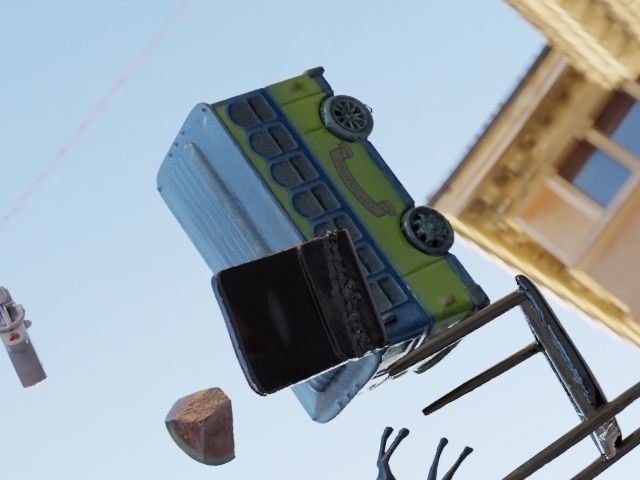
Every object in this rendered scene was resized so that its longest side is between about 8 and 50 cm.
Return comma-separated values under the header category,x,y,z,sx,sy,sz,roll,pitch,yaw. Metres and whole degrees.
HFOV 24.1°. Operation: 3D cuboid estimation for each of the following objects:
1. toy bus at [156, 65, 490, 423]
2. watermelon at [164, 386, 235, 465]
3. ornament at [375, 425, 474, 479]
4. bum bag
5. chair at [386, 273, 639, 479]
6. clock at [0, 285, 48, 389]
category,x,y,z,sx,sy,sz,roll,pitch,yaw
toy bus,0.000,0.000,1.470,0.190,0.312,0.152,-22,-20,-38
watermelon,-0.123,0.209,1.657,0.072,0.092,0.084,-39,14,42
ornament,0.063,0.201,1.088,0.028,0.073,0.125,40,-118,-64
bum bag,-0.013,0.056,1.197,0.026,0.109,0.159,-24,-4,43
chair,0.226,0.128,1.371,0.272,0.166,0.188,-30,-26,3
clock,-0.317,0.091,1.546,0.041,0.129,0.087,-24,-42,-10
